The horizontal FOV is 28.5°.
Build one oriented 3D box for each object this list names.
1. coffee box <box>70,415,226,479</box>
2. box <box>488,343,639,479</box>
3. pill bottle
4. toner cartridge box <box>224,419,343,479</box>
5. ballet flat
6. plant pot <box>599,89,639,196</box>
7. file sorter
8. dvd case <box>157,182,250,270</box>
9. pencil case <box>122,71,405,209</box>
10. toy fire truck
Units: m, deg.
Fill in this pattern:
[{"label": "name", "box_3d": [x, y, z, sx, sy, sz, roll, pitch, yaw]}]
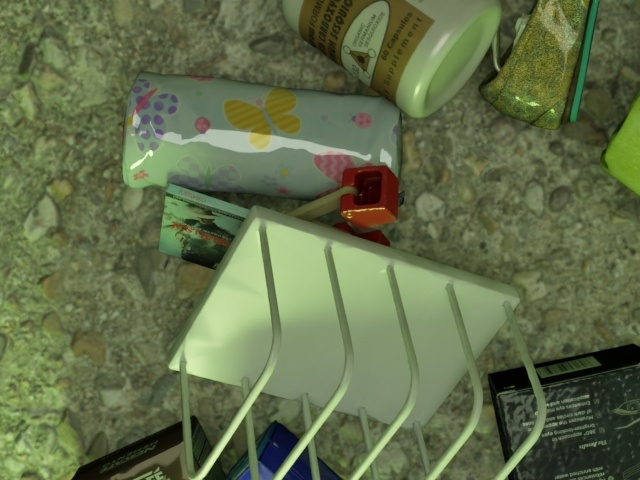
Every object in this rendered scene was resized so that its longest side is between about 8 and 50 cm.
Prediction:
[{"label": "coffee box", "box_3d": [-0.137, 0.321, 1.256, 0.141, 0.098, 0.246, -26, 96, 4]}, {"label": "box", "box_3d": [0.258, 0.199, 1.237, 0.156, 0.093, 0.158, -12, 96, 2]}, {"label": "pill bottle", "box_3d": [0.039, -0.225, 1.150, 0.229, 0.131, 0.131, 38, 97, 16]}, {"label": "toner cartridge box", "box_3d": [0.052, 0.330, 1.209, 0.348, 0.165, 0.075, 42, 95, 1]}, {"label": "ballet flat", "box_3d": [0.223, -0.276, 1.156, 0.123, 0.123, 0.349, 13, 108, -1]}, {"label": "plant pot", "box_3d": [0.405, -0.086, 1.135, 0.254, 0.276, 0.276, 31, 97, 9]}, {"label": "file sorter", "box_3d": [0.033, 0.129, 1.119, 0.277, 0.173, 0.193, 17, 125, -23]}, {"label": "dvd case", "box_3d": [-0.112, -0.008, 1.214, 0.087, 0.119, 0.013, 19, 59, -2]}, {"label": "pencil case", "box_3d": [-0.053, -0.092, 1.197, 0.273, 0.124, 0.113, 6, 68, -1]}, {"label": "toy fire truck", "box_3d": [0.000, 0.000, 1.175, 0.192, 0.135, 0.047, -13, 55, 24]}]
